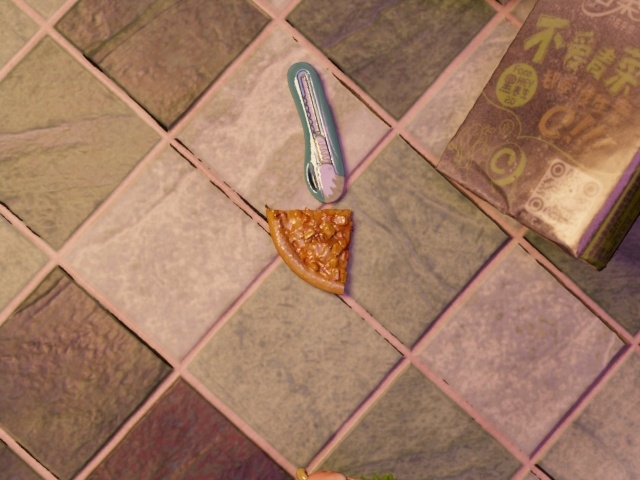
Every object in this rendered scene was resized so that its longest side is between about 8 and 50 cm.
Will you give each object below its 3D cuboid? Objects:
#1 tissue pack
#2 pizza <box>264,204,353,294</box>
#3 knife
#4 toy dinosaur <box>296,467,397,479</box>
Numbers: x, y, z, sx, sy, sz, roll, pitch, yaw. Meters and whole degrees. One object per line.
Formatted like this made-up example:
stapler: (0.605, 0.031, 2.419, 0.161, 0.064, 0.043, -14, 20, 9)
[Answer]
tissue pack: (0.384, -0.194, 1.656, 0.288, 0.124, 0.394, 36, 99, 34)
pizza: (0.000, 0.000, 1.756, 0.131, 0.041, 0.178, -30, 90, -6)
knife: (-0.008, -0.166, 1.766, 0.064, 0.031, 0.222, -13, 89, -1)
toy dinosaur: (0.020, 0.398, 1.662, 0.177, 0.194, 0.152, 21, 65, -32)
